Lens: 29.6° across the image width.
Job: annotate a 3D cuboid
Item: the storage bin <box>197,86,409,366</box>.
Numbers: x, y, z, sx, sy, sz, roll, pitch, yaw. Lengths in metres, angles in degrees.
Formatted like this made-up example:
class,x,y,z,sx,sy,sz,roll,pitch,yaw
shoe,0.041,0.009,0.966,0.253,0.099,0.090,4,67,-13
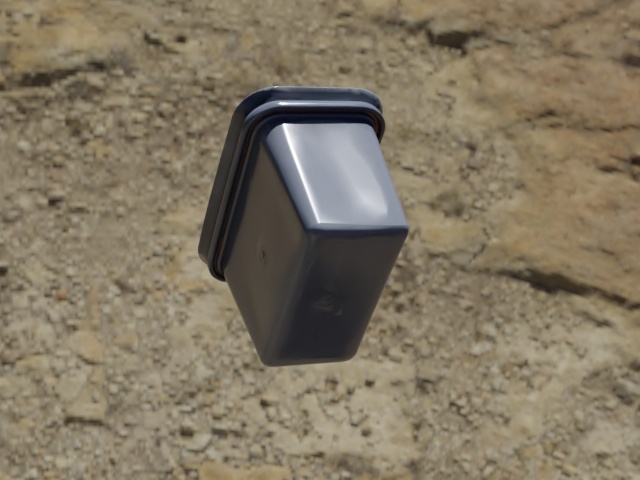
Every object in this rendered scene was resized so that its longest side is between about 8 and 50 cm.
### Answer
class,x,y,z,sx,sy,sz,roll,pitch,yaw
storage bin,0.000,0.000,0.642,0.098,0.135,0.091,-2,47,-23
